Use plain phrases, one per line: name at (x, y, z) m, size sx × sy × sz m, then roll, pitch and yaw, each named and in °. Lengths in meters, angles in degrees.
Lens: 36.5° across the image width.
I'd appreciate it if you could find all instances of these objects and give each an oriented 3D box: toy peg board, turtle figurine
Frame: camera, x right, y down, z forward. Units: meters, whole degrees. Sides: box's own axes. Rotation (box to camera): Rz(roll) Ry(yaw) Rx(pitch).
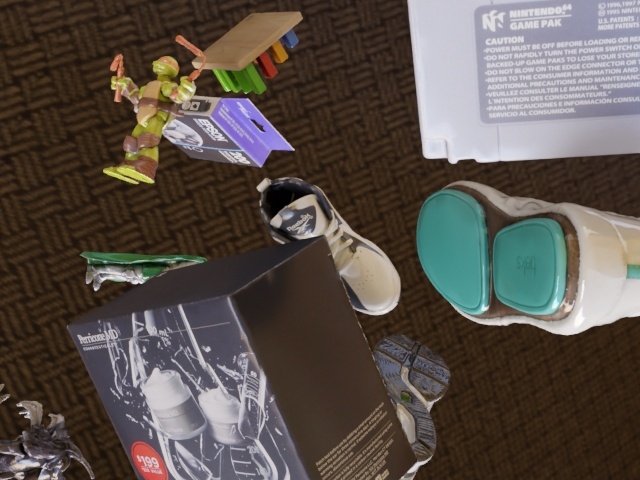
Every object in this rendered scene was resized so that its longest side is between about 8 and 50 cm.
toy peg board at (-0.119, -0.334, 1.752) m, size 0.160 × 0.161 × 0.079 m, roll -44°, pitch 123°, yaw -22°
turtle figurine at (-0.267, -0.198, 1.506) m, size 0.087 × 0.269 × 0.217 m, roll 25°, pitch 79°, yaw -43°

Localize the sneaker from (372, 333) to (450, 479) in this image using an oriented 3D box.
sneaker at (0.116, 0.370, 1.888) m, size 0.169 × 0.447 × 0.258 m, roll 27°, pitch 114°, yaw 0°

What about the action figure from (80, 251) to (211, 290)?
action figure at (-0.272, 0.053, 1.633) m, size 0.232 × 0.137 × 0.064 m, roll -2°, pitch 75°, yaw 4°

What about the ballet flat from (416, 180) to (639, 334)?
ballet flat at (0.201, 0.016, 0.898) m, size 0.139 × 0.400 × 0.139 m, roll -1°, pitch 94°, yaw -10°

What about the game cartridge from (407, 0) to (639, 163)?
game cartridge at (0.215, -0.155, 0.707) m, size 0.297 × 0.062 × 0.198 m, roll -2°, pitch 123°, yaw 10°

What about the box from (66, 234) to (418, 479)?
box at (-0.105, 0.190, 1.221) m, size 0.179 × 0.343 × 0.313 m, roll -31°, pitch 102°, yaw -45°

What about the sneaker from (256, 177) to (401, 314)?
sneaker at (0.000, 0.000, 1.253) m, size 0.094 × 0.235 × 0.153 m, roll -40°, pitch 160°, yaw 11°

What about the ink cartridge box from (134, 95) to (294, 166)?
ink cartridge box at (-0.177, -0.187, 1.655) m, size 0.206 × 0.208 × 0.045 m, roll 42°, pitch 58°, yaw -61°

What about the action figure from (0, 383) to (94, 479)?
action figure at (-0.441, 0.266, 1.335) m, size 0.164 × 0.275 × 0.141 m, roll 78°, pitch 14°, yaw -58°
